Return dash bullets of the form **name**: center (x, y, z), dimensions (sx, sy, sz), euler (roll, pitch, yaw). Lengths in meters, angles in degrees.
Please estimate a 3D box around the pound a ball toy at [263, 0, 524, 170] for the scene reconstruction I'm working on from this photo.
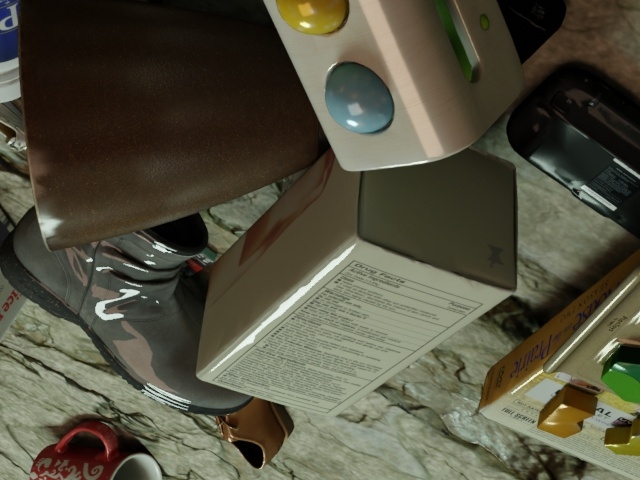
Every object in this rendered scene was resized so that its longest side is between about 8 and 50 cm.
- **pound a ball toy**: center (0.038, -0.211, 0.950), dimensions (0.208, 0.136, 0.319), euler (-3, 121, 43)

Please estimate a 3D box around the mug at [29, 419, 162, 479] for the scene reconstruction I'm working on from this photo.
- **mug**: center (-0.321, 0.328, 2.014), dimensions (0.169, 0.150, 0.113), euler (4, 176, 37)

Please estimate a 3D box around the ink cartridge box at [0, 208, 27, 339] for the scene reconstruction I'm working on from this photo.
- **ink cartridge box**: center (-0.439, 0.018, 1.598), dimensions (0.100, 0.172, 0.237), euler (3, 139, 32)

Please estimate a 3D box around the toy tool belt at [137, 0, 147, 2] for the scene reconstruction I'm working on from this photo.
- **toy tool belt**: center (-0.184, -0.208, 1.233), dimensions (0.051, 0.052, 0.083), euler (44, 144, -9)

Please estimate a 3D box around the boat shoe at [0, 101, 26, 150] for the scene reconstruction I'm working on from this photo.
- **boat shoe**: center (-0.313, -0.109, 1.466), dimensions (0.100, 0.035, 0.035), euler (44, 143, -22)

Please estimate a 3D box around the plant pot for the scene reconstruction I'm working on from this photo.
- **plant pot**: center (-0.121, -0.109, 1.183), dimensions (0.230, 0.215, 0.215), euler (-6, 143, -5)

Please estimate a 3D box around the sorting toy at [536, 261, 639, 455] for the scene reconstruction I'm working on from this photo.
- **sorting toy**: center (0.306, 0.127, 1.176), dimensions (0.229, 0.041, 0.307), euler (20, 147, -5)

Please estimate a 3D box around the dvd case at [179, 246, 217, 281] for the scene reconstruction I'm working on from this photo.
- **dvd case**: center (-0.176, 0.012, 1.551), dimensions (0.087, 0.013, 0.119), euler (38, 144, -15)

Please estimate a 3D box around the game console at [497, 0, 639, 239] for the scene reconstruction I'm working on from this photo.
- **game console**: center (0.175, -0.097, 1.140), dimensions (0.361, 0.044, 0.213), euler (34, 147, -8)

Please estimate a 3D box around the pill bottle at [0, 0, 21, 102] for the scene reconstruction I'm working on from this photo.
- **pill bottle**: center (-0.298, -0.214, 1.249), dimensions (0.112, 0.112, 0.186), euler (21, 146, 11)

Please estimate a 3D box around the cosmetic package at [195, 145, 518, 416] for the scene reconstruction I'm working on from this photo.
- **cosmetic package**: center (0.025, 0.030, 1.212), dimensions (0.153, 0.129, 0.296), euler (20, 146, -23)

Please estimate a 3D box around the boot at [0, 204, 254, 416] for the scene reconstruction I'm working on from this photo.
- **boot**: center (-0.169, 0.049, 1.489), dimensions (0.338, 0.118, 0.223), euler (32, 140, -14)

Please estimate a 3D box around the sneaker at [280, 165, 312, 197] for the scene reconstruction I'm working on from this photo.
- **sneaker**: center (0.000, 0.000, 1.366), dimensions (0.095, 0.090, 0.235), euler (11, 148, 3)

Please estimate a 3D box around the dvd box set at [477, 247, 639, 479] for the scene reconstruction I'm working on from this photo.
- **dvd box set**: center (0.366, 0.113, 1.226), dimensions (0.308, 0.062, 0.420), euler (23, 147, -10)

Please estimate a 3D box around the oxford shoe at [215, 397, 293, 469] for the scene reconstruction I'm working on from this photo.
- **oxford shoe**: center (-0.102, 0.194, 1.686), dimensions (0.076, 0.076, 0.212), euler (-1, 135, 38)
